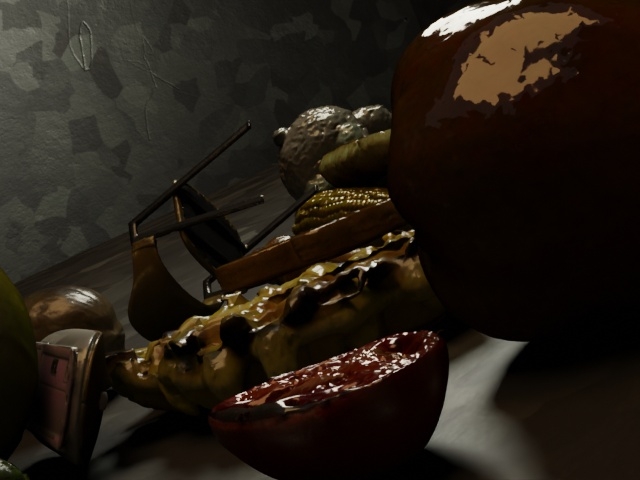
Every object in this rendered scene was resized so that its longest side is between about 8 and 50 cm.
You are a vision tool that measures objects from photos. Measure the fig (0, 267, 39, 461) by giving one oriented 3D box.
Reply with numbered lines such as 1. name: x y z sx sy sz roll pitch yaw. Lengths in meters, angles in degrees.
1. fig: -0.414 0.141 1.310 0.316 0.316 0.316 -22 8 3

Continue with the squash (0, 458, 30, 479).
1. squash: -0.401 0.263 1.151 0.331 0.087 0.087 -23 8 -4

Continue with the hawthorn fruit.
1. hawthorn fruit: 0.203 -0.071 1.045 0.301 0.267 0.268 -19 9 24

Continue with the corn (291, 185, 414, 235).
1. corn: 0.045 -0.025 1.799 0.097 0.097 0.262 -27 9 -28

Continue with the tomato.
1. tomato: 0.015 0.124 0.934 0.166 0.082 0.174 -20 3 -11

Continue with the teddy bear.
1. teddy bear: 0.030 -0.113 2.155 0.236 0.151 0.267 -54 -27 3

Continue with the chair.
1. chair: -0.134 0.003 1.747 0.247 0.159 0.172 -28 45 20

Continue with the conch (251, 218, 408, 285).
1. conch: 0.014 0.023 1.649 0.233 0.086 0.080 -11 -34 -11

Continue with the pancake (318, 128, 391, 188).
1. pancake: 0.148 -0.101 1.901 0.305 0.067 0.427 -3 -6 -13

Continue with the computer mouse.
1. computer mouse: -0.239 0.146 1.315 0.056 0.126 0.245 7 -5 -19

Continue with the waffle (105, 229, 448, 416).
1. waffle: -0.014 0.071 1.343 0.380 0.095 0.382 -25 6 -28

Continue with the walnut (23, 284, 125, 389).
1. walnut: -0.299 0.122 1.594 0.162 0.140 0.140 -16 10 22

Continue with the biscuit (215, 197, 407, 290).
1. biscuit: 0.001 0.003 1.348 0.249 0.035 0.184 -21 1 21
